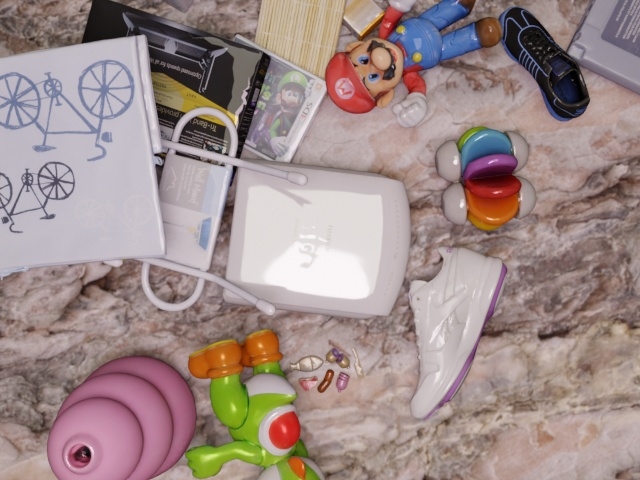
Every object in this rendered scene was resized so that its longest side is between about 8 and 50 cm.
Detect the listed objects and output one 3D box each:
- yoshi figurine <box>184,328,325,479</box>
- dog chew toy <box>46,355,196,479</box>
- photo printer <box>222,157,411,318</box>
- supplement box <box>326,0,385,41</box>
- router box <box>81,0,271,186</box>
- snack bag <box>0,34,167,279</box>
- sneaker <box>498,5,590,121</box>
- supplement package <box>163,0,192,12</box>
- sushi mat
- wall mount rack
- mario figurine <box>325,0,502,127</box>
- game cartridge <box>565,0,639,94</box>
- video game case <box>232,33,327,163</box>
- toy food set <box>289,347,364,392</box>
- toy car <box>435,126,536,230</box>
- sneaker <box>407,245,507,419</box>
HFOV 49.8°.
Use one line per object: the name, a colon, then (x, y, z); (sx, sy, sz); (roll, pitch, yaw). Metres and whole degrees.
yoshi figurine: (-0.100, 0.346, 1.129); (0.203, 0.203, 0.362); (-22, 74, 0)
dog chew toy: (-0.311, 0.291, 1.066); (0.206, 0.332, 0.207); (0, 87, 0)
photo printer: (0.000, 0.000, 1.188); (0.307, 0.107, 0.256); (7, 87, 2)
supplement box: (0.061, -0.418, 1.244); (0.062, 0.036, 0.098); (-43, 87, 0)
router box: (-0.269, -0.253, 1.196); (0.308, 0.081, 0.243); (20, 99, 4)
snack bag: (-0.390, -0.122, 1.058); (0.322, 0.037, 0.343); (-6, 98, 11)
sneaker: (0.395, -0.318, 1.205); (0.081, 0.090, 0.232); (-33, 87, -1)
supplement package: (-0.263, -0.539, 1.175); (0.149, 0.203, 0.194); (30, 88, 3)
sushi mat: (-0.030, -0.424, 1.224); (0.151, 0.019, 0.317); (12, 98, 7)
wall mount rack: (-0.181, -0.033, 1.100); (0.303, 0.130, 0.350); (15, 97, 7)
mario figurine: (0.154, -0.324, 1.167); (0.320, 0.170, 0.198); (-32, 52, -8)
game cartridge: (0.585, -0.413, 1.227); (0.196, 0.060, 0.294); (27, 88, 6)
video game case: (-0.104, -0.245, 1.230); (0.190, 0.022, 0.173); (29, 99, 3)
toy food set: (0.012, 0.235, 1.219); (0.122, 0.019, 0.078); (-18, 87, 0)
toy car: (0.286, -0.110, 1.173); (0.159, 0.136, 0.182); (-8, 87, 1)
sneaker: (0.204, 0.153, 1.190); (0.152, 0.114, 0.305); (22, 83, 16)
